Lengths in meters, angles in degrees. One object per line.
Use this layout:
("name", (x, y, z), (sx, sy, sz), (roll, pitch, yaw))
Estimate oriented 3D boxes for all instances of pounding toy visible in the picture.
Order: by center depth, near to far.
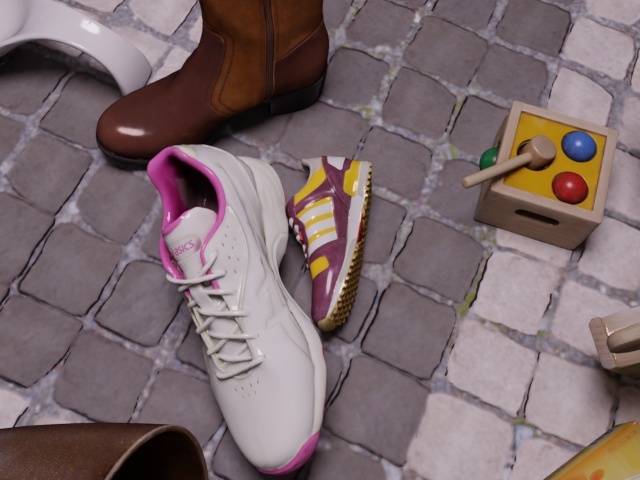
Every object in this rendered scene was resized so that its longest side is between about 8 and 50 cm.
("pounding toy", (0.214, -0.068, 0.689), (0.141, 0.100, 0.130), (18, 68, 5))

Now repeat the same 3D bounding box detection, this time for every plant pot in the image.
("plant pot", (-0.234, 0.229, 0.511), (0.230, 0.215, 0.216), (5, 67, 16))

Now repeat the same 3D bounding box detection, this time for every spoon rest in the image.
("spoon rest", (-0.326, -0.229, 0.743), (0.276, 0.084, 0.137), (18, 68, 4))

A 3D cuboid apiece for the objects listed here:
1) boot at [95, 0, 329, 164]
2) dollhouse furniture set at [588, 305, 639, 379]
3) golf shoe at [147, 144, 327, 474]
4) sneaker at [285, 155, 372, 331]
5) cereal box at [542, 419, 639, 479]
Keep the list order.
("boot", (-0.106, -0.191, 0.629), (0.264, 0.280, 0.096), (-14, 69, -8))
("dollhouse furniture set", (0.300, -0.070, 0.633), (0.173, 0.303, 0.356), (-24, 63, 28))
("golf shoe", (-0.084, 0.051, 0.597), (0.115, 0.140, 0.306), (-27, 64, 23))
("sneaker", (0.000, 0.000, 0.677), (0.083, 0.070, 0.186), (8, 61, 10))
("cereal box", (0.272, 0.300, 0.568), (0.173, 0.047, 0.240), (-31, 72, -14))
